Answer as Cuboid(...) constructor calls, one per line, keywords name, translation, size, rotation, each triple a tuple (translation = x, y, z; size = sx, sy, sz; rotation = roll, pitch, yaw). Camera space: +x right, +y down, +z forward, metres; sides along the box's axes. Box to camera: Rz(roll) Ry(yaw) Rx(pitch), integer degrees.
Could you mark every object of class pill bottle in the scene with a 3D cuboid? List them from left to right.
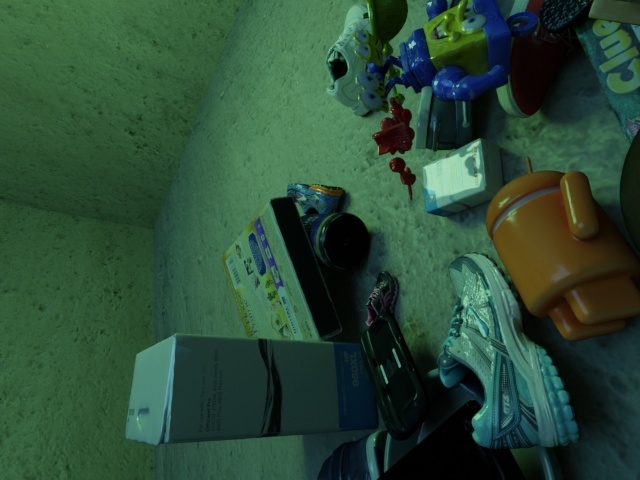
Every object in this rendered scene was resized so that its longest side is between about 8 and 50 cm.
Cuboid(name="pill bottle", translation=(0.000, 0.000, 0.983), size=(0.219, 0.123, 0.123), rotation=(2, 82, 58))

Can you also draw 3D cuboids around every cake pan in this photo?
Cuboid(name="cake pan", translation=(0.198, 0.325, 0.593), size=(0.293, 0.054, 0.293), rotation=(-39, 43, 47))

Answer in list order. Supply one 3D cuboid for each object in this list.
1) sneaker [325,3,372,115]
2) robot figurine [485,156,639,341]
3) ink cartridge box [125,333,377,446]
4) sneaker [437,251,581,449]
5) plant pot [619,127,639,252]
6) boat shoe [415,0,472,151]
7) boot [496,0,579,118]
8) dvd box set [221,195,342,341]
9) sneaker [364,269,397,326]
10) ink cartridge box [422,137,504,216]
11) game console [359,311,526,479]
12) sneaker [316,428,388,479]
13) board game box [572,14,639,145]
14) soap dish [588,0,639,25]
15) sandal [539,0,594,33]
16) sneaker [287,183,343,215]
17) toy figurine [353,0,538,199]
Cuboid(name="sneaker", translation=(0.074, -0.444, 1.020), size=(0.110, 0.118, 0.292), rotation=(-26, 57, 55))
Cuboid(name="robot figurine", translation=(0.282, 0.004, 0.519), size=(0.128, 0.158, 0.219), rotation=(-35, 49, 26))
Cuboid(name="ink cartridge box", translation=(-0.135, 0.291, 0.841), size=(0.285, 0.395, 0.166), rotation=(-31, 55, 50))
Cuboid(name="sneaker", translation=(0.200, 0.123, 0.554), size=(0.122, 0.110, 0.283), rotation=(-18, 37, 8))
Cuboid(name="plant pot", translation=(0.328, -0.049, 0.320), size=(0.215, 0.230, 0.215), rotation=(-5, 83, 45))
Cuboid(name="boat shoe", translation=(0.242, -0.303, 0.751), size=(0.099, 0.116, 0.319), rotation=(13, 82, 16))
Cuboid(name="boot", translation=(0.339, -0.288, 0.570), size=(0.176, 0.088, 0.244), rotation=(13, 88, 57))
Cuboid(name="dvd box set", translation=(-0.118, 0.115, 1.047), size=(0.420, 0.062, 0.307), rotation=(-38, 70, 58))
Cuboid(name="sneaker", translation=(0.111, 0.114, 0.828), size=(0.047, 0.057, 0.119), rotation=(-15, 66, 58))
Cuboid(name="ink cartridge box", translation=(0.231, -0.099, 0.709), size=(0.122, 0.052, 0.088), rotation=(-24, 60, 55))
Cuboid(name="game console", translation=(0.140, 0.253, 0.641), size=(0.213, 0.044, 0.361), rotation=(-55, 32, 28))
Cuboid(name="sneaker", translation=(0.072, 0.457, 0.736), size=(0.163, 0.086, 0.226), rotation=(-36, 44, 38))
Cuboid(name="board game box", translation=(0.370, -0.230, 0.476), size=(0.136, 0.030, 0.260), rotation=(-28, 69, 40))
Cuboid(name="soap dish", translation=(0.382, -0.292, 0.325), size=(0.229, 0.118, 0.291), rotation=(23, 105, 24))
Cuboid(name="sandal", translation=(0.332, -0.300, 0.476), size=(0.179, 0.040, 0.067), rotation=(-32, 60, 52))
Cuboid(name="sneaker", translation=(-0.027, -0.099, 1.106), size=(0.221, 0.083, 0.087), rotation=(15, 99, 61))
Cuboid(name="toy figurine", translation=(0.182, -0.259, 0.608), size=(0.217, 0.191, 0.362), rotation=(-16, 51, 23))
